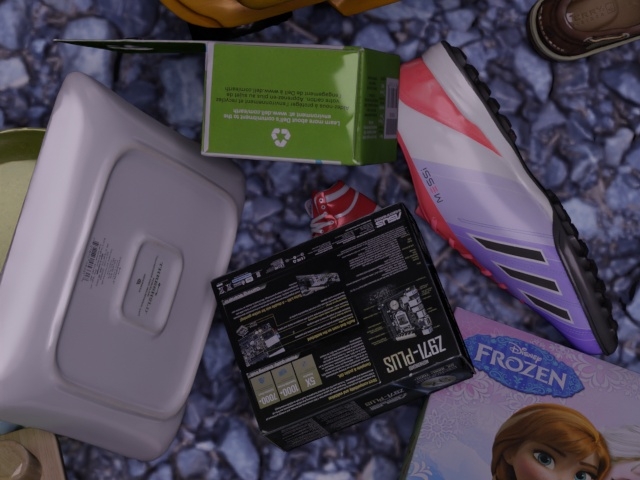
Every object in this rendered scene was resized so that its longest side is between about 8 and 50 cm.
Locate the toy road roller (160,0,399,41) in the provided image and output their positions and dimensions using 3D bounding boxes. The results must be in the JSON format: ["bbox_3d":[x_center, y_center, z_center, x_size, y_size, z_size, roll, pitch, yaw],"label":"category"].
[{"bbox_3d":[0.003,-0.283,1.484,0.330,0.240,0.202,-17,102,-3],"label":"toy road roller"}]

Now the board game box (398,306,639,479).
[{"bbox_3d":[0.218,0.241,1.490,0.319,0.066,0.318,20,50,-1],"label":"board game box"}]

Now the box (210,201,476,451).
[{"bbox_3d":[0.019,0.074,1.497,0.180,0.077,0.147,-23,68,6],"label":"box"}]

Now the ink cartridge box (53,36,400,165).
[{"bbox_3d":[-0.073,-0.117,1.487,0.255,0.189,0.097,3,94,12],"label":"ink cartridge box"}]

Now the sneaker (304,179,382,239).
[{"bbox_3d":[0.000,0.000,1.584,0.067,0.042,0.118,40,72,-7],"label":"sneaker"}]

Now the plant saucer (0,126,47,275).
[{"bbox_3d":[-0.251,0.023,1.546,0.241,0.037,0.240,1,85,-9],"label":"plant saucer"}]

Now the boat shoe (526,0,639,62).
[{"bbox_3d":[0.318,-0.237,1.630,0.257,0.095,0.095,-30,89,-11],"label":"boat shoe"}]

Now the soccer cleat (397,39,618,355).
[{"bbox_3d":[0.154,-0.021,1.591,0.116,0.108,0.318,-32,92,10],"label":"soccer cleat"}]

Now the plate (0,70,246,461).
[{"bbox_3d":[-0.155,0.034,1.456,0.045,0.278,0.277,12,81,31],"label":"plate"}]

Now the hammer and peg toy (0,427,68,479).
[{"bbox_3d":[-0.329,0.252,1.446,0.266,0.127,0.361,-16,71,-2],"label":"hammer and peg toy"}]
